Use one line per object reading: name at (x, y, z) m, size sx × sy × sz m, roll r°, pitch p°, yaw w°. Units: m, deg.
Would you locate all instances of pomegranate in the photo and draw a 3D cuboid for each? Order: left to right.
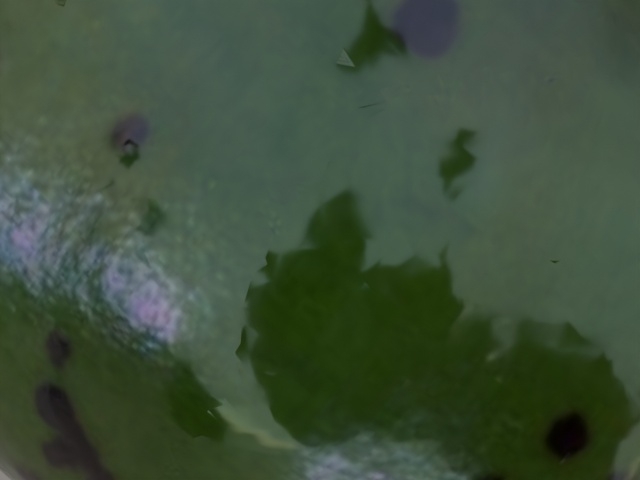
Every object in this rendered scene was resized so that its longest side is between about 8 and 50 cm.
pomegranate at (0.000, 0.000, 0.488) m, size 0.254 × 0.254 × 0.270 m, roll 26°, pitch 93°, yaw 8°
